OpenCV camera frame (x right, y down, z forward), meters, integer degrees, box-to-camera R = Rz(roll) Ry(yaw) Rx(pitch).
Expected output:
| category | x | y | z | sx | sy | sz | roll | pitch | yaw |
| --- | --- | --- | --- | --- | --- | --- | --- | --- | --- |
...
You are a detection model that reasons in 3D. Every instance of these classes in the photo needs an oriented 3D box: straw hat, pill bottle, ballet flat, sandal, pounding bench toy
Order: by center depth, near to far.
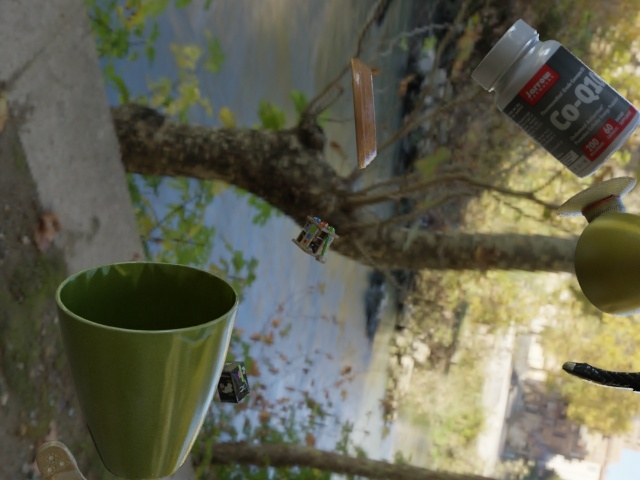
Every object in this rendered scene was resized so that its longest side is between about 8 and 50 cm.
| category | x | y | z | sx | sy | sz | roll | pitch | yaw |
| --- | --- | --- | --- | --- | --- | --- | --- | --- | --- |
| straw hat | 0.467 | -0.046 | 1.483 | 0.144 | 0.145 | 0.061 | 58 | 11 | -70 |
| ballet flat | 0.517 | 0.236 | 1.603 | 0.057 | 0.173 | 0.049 | 42 | 58 | -69 |
| sandal | -0.429 | 0.467 | 1.614 | 0.240 | 0.088 | 0.079 | 61 | -10 | -22 |
| pill bottle | 0.425 | -0.260 | 1.648 | 0.161 | 0.283 | 0.161 | -49 | 177 | -3 |
| pounding bench toy | 0.000 | 0.000 | 1.709 | 0.052 | 0.083 | 0.065 | 29 | 98 | -42 |

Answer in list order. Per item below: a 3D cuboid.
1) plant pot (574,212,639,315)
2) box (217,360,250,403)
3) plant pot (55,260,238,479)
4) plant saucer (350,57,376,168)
| category | x | y | z | sx | sy | sz | roll | pitch | yaw |
| --- | --- | --- | --- | --- | --- | --- | --- | --- | --- |
| plant pot | 0.400 | 0.026 | 1.122 | 0.095 | 0.134 | 0.134 | 165 | -61 | -70 |
| box | -0.211 | 0.338 | 2.162 | 0.062 | 0.052 | 0.083 | -36 | 119 | -56 |
| plant pot | -0.277 | 0.217 | 1.430 | 0.275 | 0.275 | 0.293 | -47 | 146 | -66 |
| plant saucer | 0.079 | -0.231 | 1.642 | 0.200 | 0.037 | 0.199 | -4 | 90 | -88 |
